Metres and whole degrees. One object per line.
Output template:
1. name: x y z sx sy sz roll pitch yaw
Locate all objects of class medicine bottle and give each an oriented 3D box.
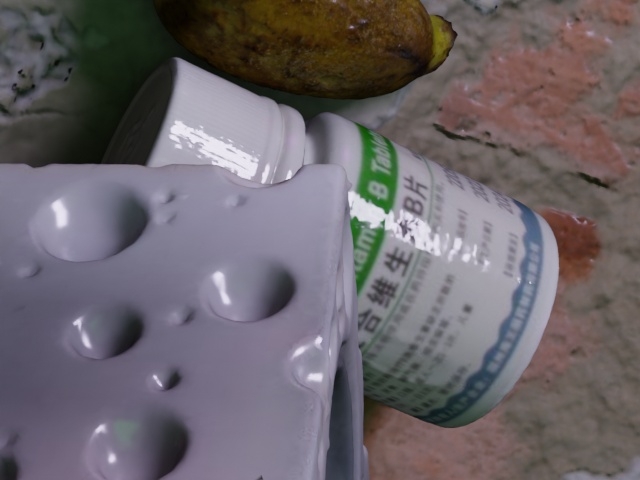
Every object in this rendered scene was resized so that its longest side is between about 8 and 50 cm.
1. medicine bottle: 0.000 0.000 0.849 0.237 0.139 0.139 26 94 -19

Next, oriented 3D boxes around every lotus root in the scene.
1. lotus root: -0.001 -0.126 0.846 0.191 0.094 0.108 24 129 -25

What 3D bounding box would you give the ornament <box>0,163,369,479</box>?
1. ornament: -0.104 0.127 0.721 0.240 0.239 0.239 1 131 7
